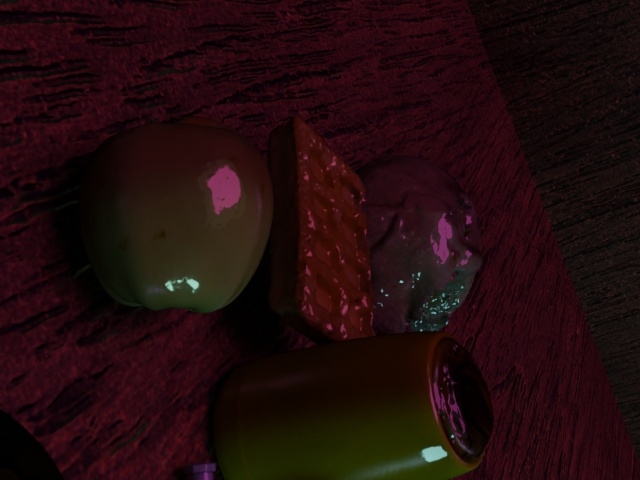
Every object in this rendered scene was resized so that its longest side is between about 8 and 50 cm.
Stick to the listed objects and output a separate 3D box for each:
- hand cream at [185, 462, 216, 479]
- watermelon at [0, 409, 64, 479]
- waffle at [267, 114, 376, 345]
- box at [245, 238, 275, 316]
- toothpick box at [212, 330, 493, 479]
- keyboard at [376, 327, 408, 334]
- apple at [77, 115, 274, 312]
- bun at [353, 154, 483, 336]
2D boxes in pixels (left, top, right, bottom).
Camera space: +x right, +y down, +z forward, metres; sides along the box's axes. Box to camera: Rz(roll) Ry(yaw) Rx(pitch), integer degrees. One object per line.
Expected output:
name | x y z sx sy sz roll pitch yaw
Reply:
hand cream | -0.108 0.301 0.781 0.065 0.043 0.171 15 64 -57
watermelon | -0.240 0.186 0.416 0.242 0.242 0.242 37 44 -47
waffle | 0.000 0.000 0.982 0.168 0.057 0.274 37 43 -49
box | -0.051 0.027 1.009 0.084 0.069 0.122 -14 87 -62
toothpick box | 0.038 0.188 0.861 0.175 0.271 0.175 37 44 -46
keyboard | 0.079 0.163 1.210 0.094 0.025 0.230 63 30 -11
apple | -0.137 -0.028 0.777 0.200 0.200 0.200 37 44 -47
bun | 0.129 -0.003 1.181 0.281 0.204 0.282 49 22 -28
